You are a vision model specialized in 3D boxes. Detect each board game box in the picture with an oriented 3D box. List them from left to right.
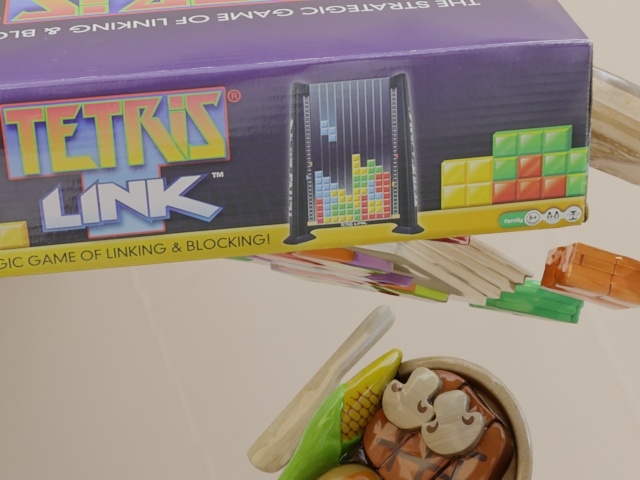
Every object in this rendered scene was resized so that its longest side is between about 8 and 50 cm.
[{"bbox_3d":[-0.034,-0.047,0.385,0.141,0.170,0.048,-108,-166,-63],"label":"board game box"}]

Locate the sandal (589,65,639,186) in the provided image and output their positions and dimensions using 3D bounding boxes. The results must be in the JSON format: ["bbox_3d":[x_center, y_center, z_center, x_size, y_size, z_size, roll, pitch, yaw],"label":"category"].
[{"bbox_3d":[0.164,0.009,0.624,0.079,0.240,0.088,-68,-164,-5],"label":"sandal"}]

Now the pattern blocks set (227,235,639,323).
[{"bbox_3d":[0.000,0.000,0.676,0.285,0.325,0.026,8,-96,35],"label":"pattern blocks set"}]

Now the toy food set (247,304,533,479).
[{"bbox_3d":[0.044,0.117,0.781,0.132,0.038,0.192,-50,-129,0],"label":"toy food set"}]
